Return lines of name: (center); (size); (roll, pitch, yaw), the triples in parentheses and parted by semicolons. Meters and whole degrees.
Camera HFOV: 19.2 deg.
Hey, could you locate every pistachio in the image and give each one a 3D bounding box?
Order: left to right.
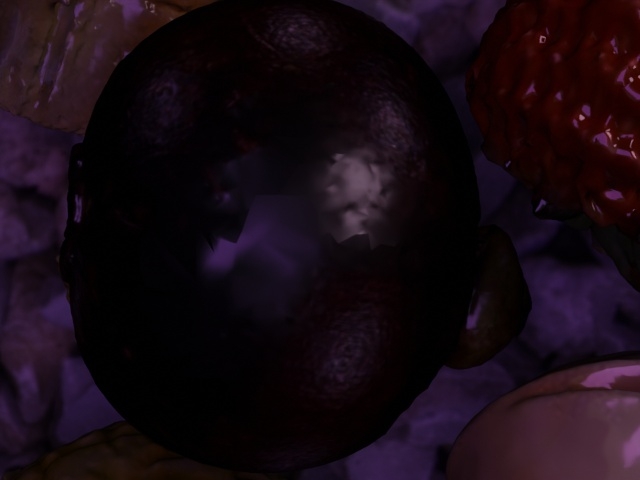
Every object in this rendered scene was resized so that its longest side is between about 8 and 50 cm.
pistachio: (0.232, 0.169, 1.166); (0.309, 0.230, 0.230); (3, 95, 13)

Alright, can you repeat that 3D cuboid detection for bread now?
bread: (-0.182, -0.162, 1.259); (0.252, 0.133, 0.174); (26, 105, 6)

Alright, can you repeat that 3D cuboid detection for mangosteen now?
mangosteen: (-0.016, 0.000, 1.169); (0.293, 0.297, 0.297); (17, 97, 10)

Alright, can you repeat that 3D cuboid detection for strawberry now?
strawberry: (0.277, -0.119, 1.130); (0.312, 0.267, 0.351); (36, 94, -17)

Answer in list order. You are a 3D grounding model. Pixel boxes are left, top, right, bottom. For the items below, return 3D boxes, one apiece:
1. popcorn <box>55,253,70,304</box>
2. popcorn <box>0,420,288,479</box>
popcorn: (-0.141, 0.021, 1.307); (0.083, 0.059, 0.068); (7, 96, 1)
popcorn: (-0.121, 0.229, 1.226); (0.237, 0.251, 0.206); (25, 104, 11)
